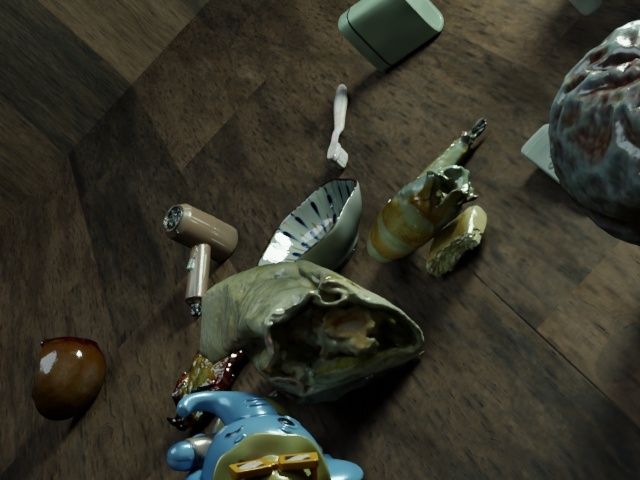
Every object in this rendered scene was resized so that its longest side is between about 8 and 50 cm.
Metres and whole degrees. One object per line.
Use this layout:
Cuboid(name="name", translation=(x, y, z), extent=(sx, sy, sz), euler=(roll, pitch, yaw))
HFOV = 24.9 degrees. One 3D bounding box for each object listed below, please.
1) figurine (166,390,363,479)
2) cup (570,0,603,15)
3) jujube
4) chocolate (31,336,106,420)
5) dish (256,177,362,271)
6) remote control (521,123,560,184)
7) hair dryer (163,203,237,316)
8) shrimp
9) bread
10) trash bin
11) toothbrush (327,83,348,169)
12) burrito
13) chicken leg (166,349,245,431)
Cuboid(name="figurine", translation=(-0.078, 0.246, 1.571), extent=(0.262, 0.180, 0.154), euler=(21, 90, 60))
Cuboid(name="cup", translation=(0.412, -0.368, 1.680), extent=(0.300, 0.173, 0.167), euler=(-40, 23, 23))
Cuboid(name="jujube", translation=(0.345, -0.091, 1.265), extent=(0.226, 0.226, 0.317), euler=(-53, 23, -13))
Cuboid(name="chocolate", translation=(-0.413, 0.227, 2.351), extent=(0.127, 0.124, 0.133), euler=(-17, 67, 48))
Cuboid(name="dish", translation=(0.000, 0.000, 1.997), extent=(0.191, 0.066, 0.190), euler=(-40, 19, 17))
Cuboid(name="remote control", translation=(0.283, -0.086, 1.646), extent=(0.050, 0.027, 0.184), euler=(-47, 25, 6))
Cuboid(name="hair dryer", translation=(-0.195, 0.037, 2.295), extent=(0.064, 0.117, 0.181), euler=(-28, 48, 39))
Cuboid(name="shrimp", translation=(0.132, -0.048, 1.802), extent=(0.185, 0.068, 0.287), euler=(-44, 0, 23))
Cuboid(name="bread", translation=(0.161, -0.001, 1.710), extent=(0.083, 0.035, 0.070), euler=(-45, 14, 36))
Cuboid(name="trash bin", translation=(0.112, -0.349, 2.326), extent=(0.130, 0.116, 0.059), euler=(-32, 27, 36))
Cuboid(name="toothbrush", translation=(0.033, -0.187, 2.333), extent=(0.025, 0.029, 0.307), euler=(-39, 20, 21))
Cuboid(name="burrito", translation=(-0.036, 0.092, 1.731), extent=(0.190, 0.135, 0.332), euler=(-26, 14, -18))
Cuboid(name="chicken leg", translation=(-0.119, 0.155, 1.981), extent=(0.253, 0.051, 0.106), euler=(-49, 26, -5))
